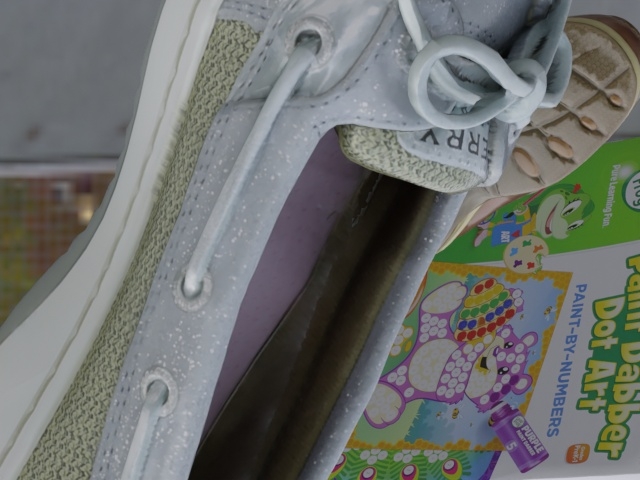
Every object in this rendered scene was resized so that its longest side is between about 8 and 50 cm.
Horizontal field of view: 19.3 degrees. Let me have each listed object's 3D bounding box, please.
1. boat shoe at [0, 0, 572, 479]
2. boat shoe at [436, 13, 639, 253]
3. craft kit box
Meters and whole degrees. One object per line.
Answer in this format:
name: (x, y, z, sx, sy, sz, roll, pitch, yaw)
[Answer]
boat shoe: (-0.002, 0.001, 0.522, 0.103, 0.320, 0.118, 37, -173, 30)
boat shoe: (0.079, -0.049, 0.792, 0.060, 0.064, 0.178, -33, 177, -39)
craft kit box: (0.110, 0.057, 1.133, 0.247, 0.250, 0.061, -7, 139, 28)
